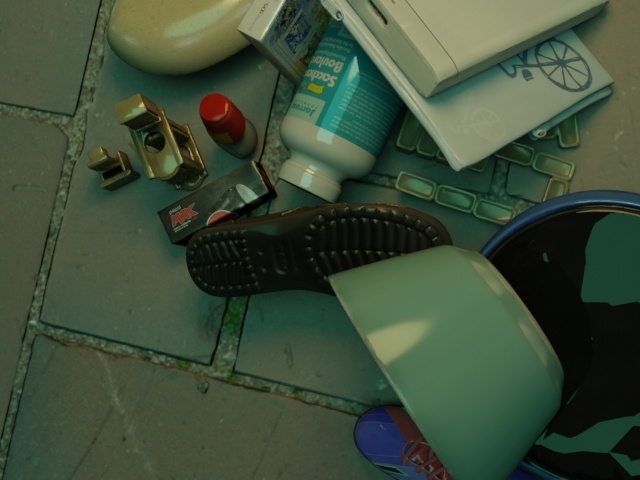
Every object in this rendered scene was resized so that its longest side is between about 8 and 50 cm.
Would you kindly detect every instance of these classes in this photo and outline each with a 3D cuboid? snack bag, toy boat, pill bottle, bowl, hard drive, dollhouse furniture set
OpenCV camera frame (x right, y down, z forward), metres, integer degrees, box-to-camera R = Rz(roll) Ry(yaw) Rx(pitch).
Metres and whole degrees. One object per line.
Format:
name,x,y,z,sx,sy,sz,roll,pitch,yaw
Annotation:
snack bag,0.194,-0.261,0.979,0.342,0.037,0.323,-31,80,-31
toy boat,-0.171,-0.278,1.108,0.267,0.148,0.318,-18,75,4
pill bottle,0.036,-0.187,1.044,0.146,0.146,0.264,25,90,12
bowl,0.353,0.129,0.944,0.391,0.077,0.391,0,90,25
hard drive,0.196,-0.341,0.970,0.353,0.047,0.233,-30,78,-31
dollhouse furniture set,-0.275,-0.111,1.082,0.161,0.182,0.101,-24,82,8
bowl,0.159,0.128,0.858,0.163,0.311,0.311,-33,80,0

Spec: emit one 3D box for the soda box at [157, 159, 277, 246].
soda box,-0.154,-0.054,1.120,0.169,0.053,0.060,-28,81,9

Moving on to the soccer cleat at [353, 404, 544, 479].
soccer cleat,0.188,0.315,0.990,0.318,0.116,0.108,27,91,12

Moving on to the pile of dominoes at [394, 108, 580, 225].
pile of dominoes,0.237,-0.130,1.068,0.251,0.040,0.196,19,89,4

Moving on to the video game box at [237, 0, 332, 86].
video game box,-0.015,-0.324,1.036,0.048,0.205,0.187,29,91,19

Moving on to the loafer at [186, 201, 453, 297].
loafer,0.000,0.000,1.039,0.366,0.130,0.133,0,107,13
